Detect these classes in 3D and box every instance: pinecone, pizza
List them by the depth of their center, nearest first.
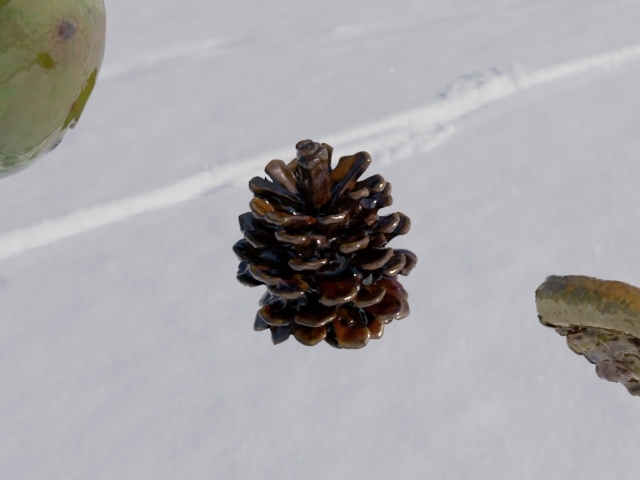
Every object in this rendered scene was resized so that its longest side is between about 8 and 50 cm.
[{"bbox_3d":[0.272,0.096,0.934,0.246,0.127,0.058,34,72,6],"label":"pizza"},{"bbox_3d":[-0.001,-0.001,1.275,0.185,0.212,0.168,-19,17,-9],"label":"pinecone"}]

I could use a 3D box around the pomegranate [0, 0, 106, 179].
[{"bbox_3d":[-0.334,-0.153,0.875,0.310,0.358,0.216,46,15,18],"label":"pomegranate"}]
